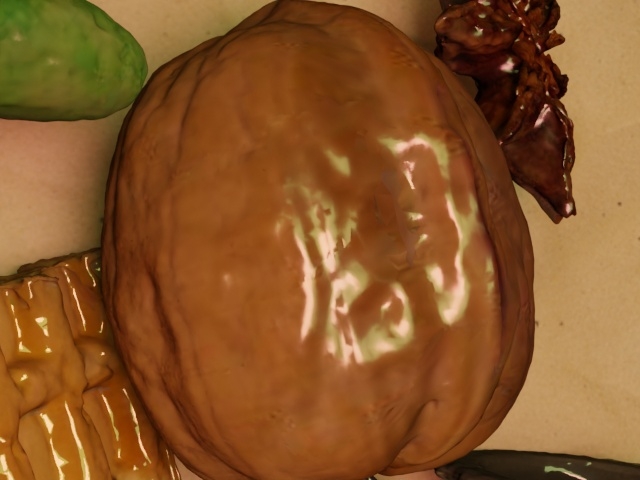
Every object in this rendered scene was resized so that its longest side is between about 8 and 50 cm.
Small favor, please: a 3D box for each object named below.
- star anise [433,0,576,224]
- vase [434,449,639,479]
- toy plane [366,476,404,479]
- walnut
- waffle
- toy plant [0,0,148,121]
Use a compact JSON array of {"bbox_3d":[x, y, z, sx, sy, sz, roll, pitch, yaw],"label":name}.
[{"bbox_3d":[0.159,-0.147,0.966,0.288,0.088,0.288,48,33,-47],"label":"star anise"},{"bbox_3d":[0.201,0.323,0.919,0.245,0.245,0.291,5,90,-23],"label":"vase"},{"bbox_3d":[-0.009,0.215,0.914,0.160,0.082,0.234,-42,81,6],"label":"toy plane"},{"bbox_3d":[-0.002,0.000,0.826,0.306,0.306,0.344,-5,87,-23],"label":"walnut"},{"bbox_3d":[-0.201,0.176,0.736,0.348,0.077,0.304,-20,95,-64],"label":"waffle"},{"bbox_3d":[-0.293,-0.081,0.631,0.317,0.210,0.356,45,46,-22],"label":"toy plant"}]
